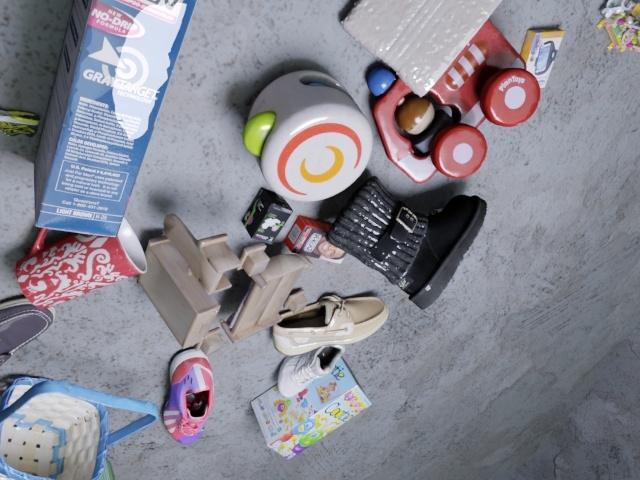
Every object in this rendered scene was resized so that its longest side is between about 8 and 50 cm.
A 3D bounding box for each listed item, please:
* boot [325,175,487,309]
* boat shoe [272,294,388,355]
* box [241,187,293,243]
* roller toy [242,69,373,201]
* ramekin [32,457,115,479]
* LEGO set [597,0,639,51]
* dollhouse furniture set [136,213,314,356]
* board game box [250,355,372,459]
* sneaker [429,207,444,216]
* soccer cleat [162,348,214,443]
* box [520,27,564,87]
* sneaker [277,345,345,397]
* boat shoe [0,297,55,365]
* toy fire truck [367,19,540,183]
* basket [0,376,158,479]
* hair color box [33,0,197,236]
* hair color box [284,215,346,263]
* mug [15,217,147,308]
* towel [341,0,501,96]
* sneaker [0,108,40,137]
[{"bbox_3d":[0.193,-0.048,1.028,0.348,0.260,0.131,-49,174,-40],"label":"boot"},{"bbox_3d":[0.030,0.189,1.173,0.303,0.109,0.098,-13,132,-15],"label":"boat shoe"},{"bbox_3d":[-0.103,-0.046,0.926,0.052,0.062,0.083,18,114,-41],"label":"box"},{"bbox_3d":[-0.020,-0.175,0.812,0.191,0.146,0.209,-27,141,3],"label":"roller toy"},{"bbox_3d":[-0.607,0.608,1.079,0.304,0.148,0.303,-17,140,-15],"label":"ramekin"},{"bbox_3d":[0.725,-0.462,1.050,0.287,0.107,0.132,1,125,-31],"label":"LEGO set"},{"bbox_3d":[-0.148,0.046,0.955,0.356,0.173,0.303,-19,150,-46],"label":"dollhouse furniture set"},{"bbox_3d":[-0.024,0.447,1.321,0.275,0.144,0.142,-33,136,-2],"label":"board game box"},{"bbox_3d":[0.314,-0.015,1.205,0.073,0.063,0.162,-21,134,-19],"label":"sneaker"},{"bbox_3d":[-0.306,0.399,1.131,0.109,0.116,0.318,-5,127,-28],"label":"soccer cleat"},{"bbox_3d":[0.455,-0.374,1.018,0.081,0.028,0.136,-14,130,-21],"label":"box"},{"bbox_3d":[-0.026,0.318,1.223,0.090,0.115,0.232,40,95,-13],"label":"sneaker"},{"bbox_3d":[-0.588,0.198,0.813,0.286,0.092,0.102,-26,135,-10],"label":"boat shoe"},{"bbox_3d":[0.223,-0.272,0.893,0.254,0.169,0.302,39,103,-18],"label":"toy fire truck"},{"bbox_3d":[-0.499,0.367,0.928,0.289,0.201,0.255,-37,135,15],"label":"basket"},{"bbox_3d":[-0.277,-0.195,0.621,0.105,0.174,0.347,9,120,-37],"label":"hair color box"},{"bbox_3d":[0.000,0.000,1.040,0.141,0.043,0.071,14,117,-38],"label":"hair color box"},{"bbox_3d":[-0.400,0.021,0.796,0.170,0.150,0.113,-25,171,-6],"label":"mug"},{"bbox_3d":[0.186,-0.400,0.766,0.187,0.049,0.282,38,105,-9],"label":"towel"},{"bbox_3d":[-0.432,-0.159,0.658,0.083,0.031,0.035,2,125,-32],"label":"sneaker"}]
